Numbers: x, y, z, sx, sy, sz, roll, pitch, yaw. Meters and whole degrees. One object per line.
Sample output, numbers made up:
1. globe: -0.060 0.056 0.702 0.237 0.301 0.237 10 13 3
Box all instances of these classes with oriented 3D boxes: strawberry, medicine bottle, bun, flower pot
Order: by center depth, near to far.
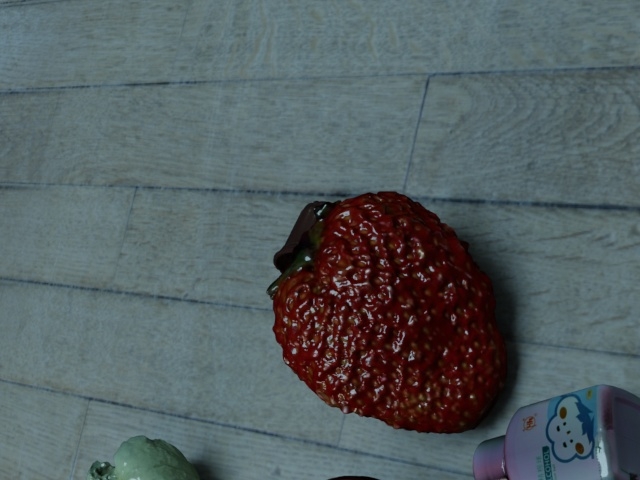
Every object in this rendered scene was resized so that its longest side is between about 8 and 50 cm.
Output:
1. medicine bottle: 0.264 0.238 1.806 0.188 0.094 0.119 -22 58 39
2. strawberry: 0.087 0.088 1.956 0.258 0.261 0.261 36 101 54
3. flower pot: 0.000 0.000 2.180 0.111 0.111 0.089 -11 55 44
4. bun: -0.231 0.358 2.254 0.212 0.126 0.203 12 110 53

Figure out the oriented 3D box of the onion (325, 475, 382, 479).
1. onion: 0.022 0.408 1.914 0.281 0.281 0.221 -28 13 36
